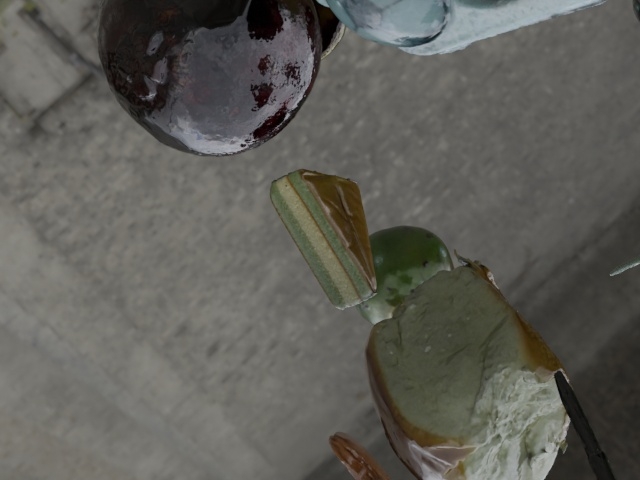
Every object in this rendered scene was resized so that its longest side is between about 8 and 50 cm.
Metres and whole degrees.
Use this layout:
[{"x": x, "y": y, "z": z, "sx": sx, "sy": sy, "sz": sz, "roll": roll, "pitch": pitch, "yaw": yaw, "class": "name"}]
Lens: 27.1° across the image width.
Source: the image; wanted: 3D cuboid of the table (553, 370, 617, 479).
[{"x": 0.369, "y": 0.193, "z": 1.221, "sx": 0.318, "sy": 0.249, "sz": 0.317, "roll": -5, "pitch": 154, "yaw": -2, "class": "table"}]

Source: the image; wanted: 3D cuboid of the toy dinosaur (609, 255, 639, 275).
[{"x": 0.475, "y": 0.001, "z": 1.384, "sx": 0.205, "sy": 0.393, "sz": 0.092, "roll": -26, "pitch": 111, "yaw": -48, "class": "toy dinosaur"}]

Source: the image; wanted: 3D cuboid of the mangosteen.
[{"x": -0.090, "y": -0.201, "z": 1.306, "sx": 0.265, "sy": 0.228, "sz": 0.228, "roll": -26, "pitch": 156, "yaw": -49, "class": "mangosteen"}]

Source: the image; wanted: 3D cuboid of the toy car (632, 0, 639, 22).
[{"x": 0.469, "y": -0.319, "z": 1.603, "sx": 0.190, "sy": 0.188, "sz": 0.255, "roll": -20, "pitch": 126, "yaw": 11, "class": "toy car"}]

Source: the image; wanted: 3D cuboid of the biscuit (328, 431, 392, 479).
[{"x": 0.074, "y": 0.329, "z": 1.793, "sx": 0.036, "sy": 0.192, "sz": 0.186, "roll": -41, "pitch": 153, "yaw": 1, "class": "biscuit"}]

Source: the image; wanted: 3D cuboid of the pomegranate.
[{"x": 0.133, "y": 0.087, "z": 2.112, "sx": 0.182, "sy": 0.224, "sz": 0.181, "roll": -3, "pitch": 142, "yaw": -3, "class": "pomegranate"}]

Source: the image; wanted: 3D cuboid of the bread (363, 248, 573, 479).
[{"x": 0.187, "y": 0.201, "z": 1.626, "sx": 0.225, "sy": 0.250, "sz": 0.279, "roll": -33, "pitch": 133, "yaw": -1, "class": "bread"}]

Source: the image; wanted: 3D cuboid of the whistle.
[{"x": 0.095, "y": -0.240, "z": 1.081, "sx": 0.290, "sy": 0.163, "sz": 0.163, "roll": -12, "pitch": -167, "yaw": 46, "class": "whistle"}]

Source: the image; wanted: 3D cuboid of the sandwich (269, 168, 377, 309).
[{"x": 0.000, "y": 0.000, "z": 1.720, "sx": 0.079, "sy": 0.163, "sz": 0.113, "roll": -24, "pitch": 155, "yaw": 39, "class": "sandwich"}]
